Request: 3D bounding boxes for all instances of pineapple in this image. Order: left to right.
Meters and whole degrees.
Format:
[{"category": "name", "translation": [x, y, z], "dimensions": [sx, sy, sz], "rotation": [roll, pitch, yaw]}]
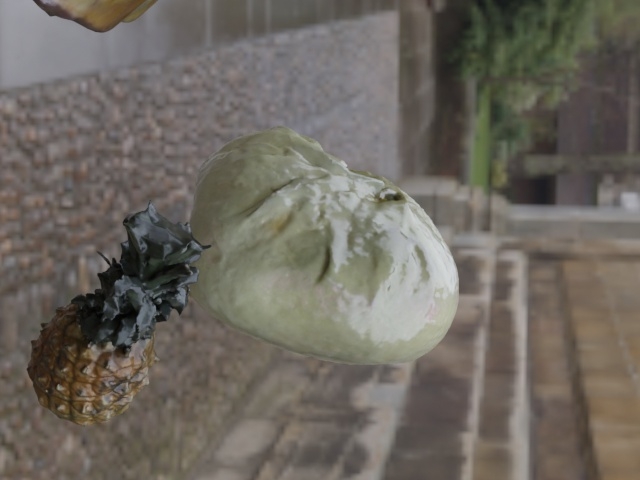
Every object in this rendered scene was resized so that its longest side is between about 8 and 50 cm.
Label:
[{"category": "pineapple", "translation": [-0.200, 0.073, 1.460], "dimensions": [0.248, 0.128, 0.128], "rotation": [-55, -164, 37]}]

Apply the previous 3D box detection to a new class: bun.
[{"category": "bun", "translation": [0.000, 0.000, 1.756], "dimensions": [0.361, 0.361, 0.213], "rotation": [-70, -176, -68]}]

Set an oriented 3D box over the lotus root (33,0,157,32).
[{"category": "lotus root", "translation": [-0.095, -0.213, 0.657], "dimensions": [0.188, 0.180, 0.199], "rotation": [51, 11, -6]}]
